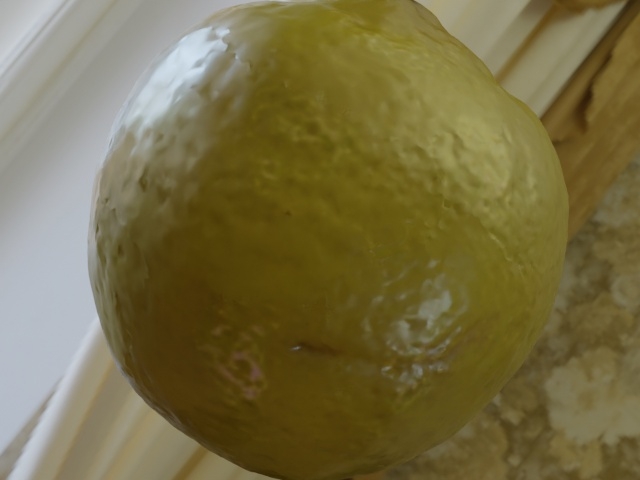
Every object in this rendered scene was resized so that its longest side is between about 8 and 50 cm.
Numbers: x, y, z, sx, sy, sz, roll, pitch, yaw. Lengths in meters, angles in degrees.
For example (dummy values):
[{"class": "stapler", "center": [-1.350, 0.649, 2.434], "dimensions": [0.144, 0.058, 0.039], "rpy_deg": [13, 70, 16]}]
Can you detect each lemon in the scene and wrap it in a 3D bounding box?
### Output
[{"class": "lemon", "center": [0.000, 0.000, 0.784], "dimensions": [0.348, 0.348, 0.348], "rpy_deg": [40, -2, 2]}]
